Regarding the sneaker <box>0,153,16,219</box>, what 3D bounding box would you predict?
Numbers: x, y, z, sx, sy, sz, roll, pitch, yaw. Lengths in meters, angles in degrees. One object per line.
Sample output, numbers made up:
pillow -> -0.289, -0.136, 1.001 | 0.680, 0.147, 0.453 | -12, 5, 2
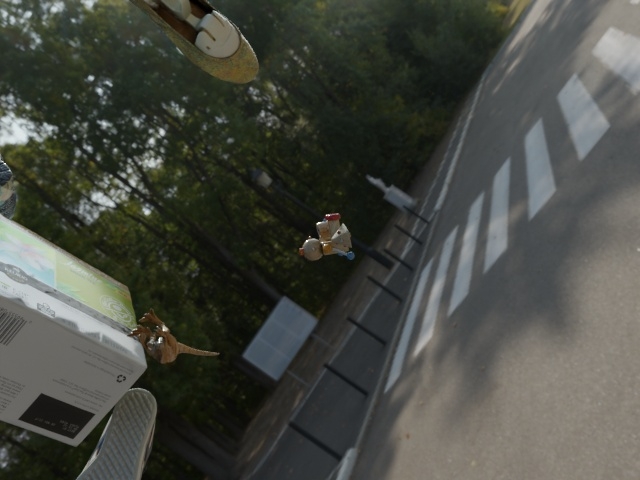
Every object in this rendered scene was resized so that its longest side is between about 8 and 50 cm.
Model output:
sneaker -> -0.770, -0.144, 1.300 | 0.110, 0.283, 0.122 | -19, -45, -27

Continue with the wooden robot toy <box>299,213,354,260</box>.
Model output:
wooden robot toy -> 0.000, 0.000, 0.933 | 0.079, 0.076, 0.173 | -16, 4, -7

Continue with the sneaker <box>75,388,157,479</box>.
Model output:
sneaker -> -0.432, 0.482, 1.195 | 0.127, 0.126, 0.321 | 120, 172, -59

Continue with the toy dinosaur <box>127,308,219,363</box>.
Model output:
toy dinosaur -> -0.249, 0.172, 0.917 | 0.064, 0.112, 0.211 | -45, -8, -1

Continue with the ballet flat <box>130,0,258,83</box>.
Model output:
ballet flat -> -0.261, -0.446, 1.132 | 0.123, 0.348, 0.123 | -44, 21, 22

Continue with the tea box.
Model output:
tea box -> -0.556, 0.169, 1.111 | 0.220, 0.329, 0.323 | -48, 36, 3
